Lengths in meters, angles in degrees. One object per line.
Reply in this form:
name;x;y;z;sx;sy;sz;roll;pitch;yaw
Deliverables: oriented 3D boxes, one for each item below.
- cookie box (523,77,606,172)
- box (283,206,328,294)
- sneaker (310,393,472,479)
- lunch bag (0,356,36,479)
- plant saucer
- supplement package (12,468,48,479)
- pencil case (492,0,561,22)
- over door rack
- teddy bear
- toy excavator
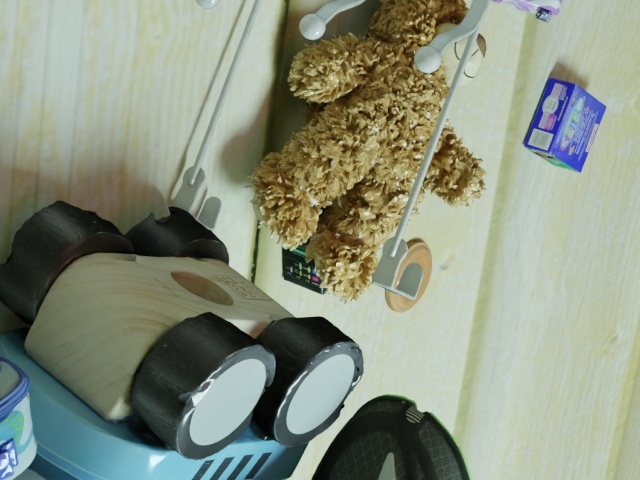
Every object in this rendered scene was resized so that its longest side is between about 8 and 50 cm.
cookie box;0.297;-0.138;2.138;0.107;0.040;0.092;22;89;-59
box;0.000;0.000;1.745;0.062;0.052;0.083;-34;134;-43
sneaker;-0.016;0.339;1.418;0.483;0.185;0.202;-63;155;-18
lunch bag;-0.314;0.144;1.218;0.219;0.176;0.090;-37;137;-41
plant saucer;0.101;0.041;1.966;0.083;0.013;0.083;-36;137;-43
supplement package;-0.263;0.331;1.386;0.198;0.199;0.263;-45;143;-35
pencil case;0.239;-0.342;1.890;0.088;0.086;0.206;12;97;-31
over door rack;0.004;-0.133;1.487;0.108;0.239;0.324;-1;108;-60
teddy bear;0.061;-0.105;1.676;0.338;0.113;0.245;-42;107;-29
toy excavator;-0.152;0.215;1.534;0.433;0.222;0.445;5;118;-59
